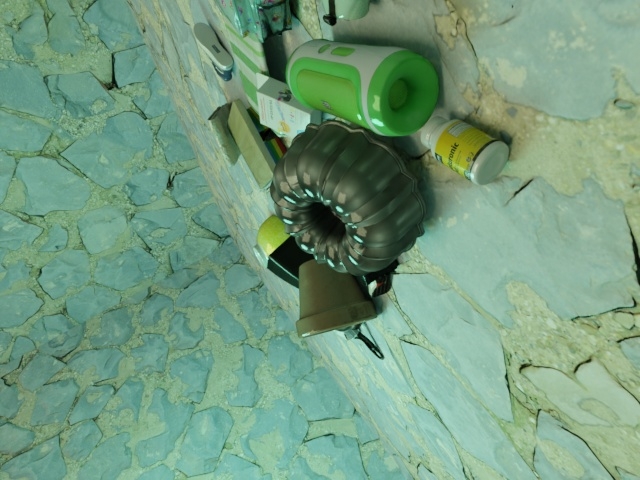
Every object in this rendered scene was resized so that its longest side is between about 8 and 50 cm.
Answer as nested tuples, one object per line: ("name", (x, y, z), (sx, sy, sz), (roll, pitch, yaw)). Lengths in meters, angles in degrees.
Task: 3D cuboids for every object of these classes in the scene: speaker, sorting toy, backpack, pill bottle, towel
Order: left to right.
("towel", (-0.346, -0.404, 1.604), (0.282, 0.049, 0.187), (-93, -16, -60))
("backpack", (-0.138, -0.507, 0.826), (0.166, 0.144, 0.188), (59, 162, 18))
("towel", (-0.172, -0.453, 1.117), (0.248, 0.038, 0.325), (54, 164, 39))
("sorting toy", (-0.204, -0.324, 1.426), (0.255, 0.089, 0.257), (62, 164, -5))
("speaker", (0.053, -0.261, 0.708), (0.296, 0.131, 0.131), (40, 154, 50))
("pill bottle", (0.199, -0.131, 0.602), (0.116, 0.065, 0.065), (47, 159, 40))

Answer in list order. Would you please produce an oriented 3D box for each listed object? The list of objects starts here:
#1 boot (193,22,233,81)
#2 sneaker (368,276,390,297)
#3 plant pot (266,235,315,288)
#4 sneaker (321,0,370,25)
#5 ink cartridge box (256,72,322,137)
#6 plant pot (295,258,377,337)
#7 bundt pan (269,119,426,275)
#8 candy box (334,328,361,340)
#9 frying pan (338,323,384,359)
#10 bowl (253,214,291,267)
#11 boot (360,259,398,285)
("boot", (-0.356, -0.618, 1.406), (0.190, 0.069, 0.086), (56, 161, 7))
("sneaker", (0.154, 0.093, 1.163), (0.161, 0.057, 0.075), (83, 169, -56))
("plant pot", (-0.076, 0.079, 1.598), (0.167, 0.188, 0.187), (46, 161, 7))
("sneaker", (-0.014, -0.434, 0.668), (0.256, 0.094, 0.151), (50, 164, 35))
("ink cartridge box", (-0.089, -0.314, 1.017), (0.181, 0.061, 0.104), (27, 153, 13))
("plant pot", (0.029, 0.173, 1.372), (0.263, 0.263, 0.229), (125, 132, -72))
("bundt pan", (0.032, -0.058, 0.838), (0.331, 0.124, 0.331), (28, 146, 21))
("candy box", (0.063, 0.284, 1.705), (0.196, 0.070, 0.165), (64, 163, -12))
("frying pan", (0.090, 0.319, 1.583), (0.197, 0.053, 0.326), (-12, 106, 41))
("bowl", (-0.219, 0.042, 1.982), (0.289, 0.156, 0.289), (53, 163, 24))
("boot", (0.132, 0.044, 1.038), (0.045, 0.099, 0.121), (24, 140, 65))
